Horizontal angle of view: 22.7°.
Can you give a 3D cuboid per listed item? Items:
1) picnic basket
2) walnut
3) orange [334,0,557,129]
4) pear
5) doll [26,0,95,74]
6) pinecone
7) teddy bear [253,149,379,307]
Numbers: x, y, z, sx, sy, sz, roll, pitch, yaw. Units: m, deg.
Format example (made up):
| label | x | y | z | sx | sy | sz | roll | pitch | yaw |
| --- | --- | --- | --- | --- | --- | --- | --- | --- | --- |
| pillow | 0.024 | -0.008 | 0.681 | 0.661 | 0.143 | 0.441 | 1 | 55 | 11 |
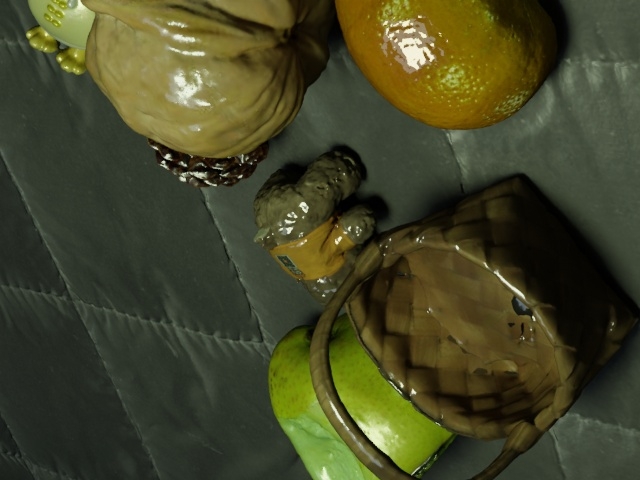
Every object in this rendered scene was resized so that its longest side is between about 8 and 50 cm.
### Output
| label | x | y | z | sx | sy | sz | roll | pitch | yaw |
| --- | --- | --- | --- | --- | --- | --- | --- | --- | --- |
| picnic basket | 0.131 | 0.129 | 1.774 | 0.293 | 0.337 | 0.337 | 49 | 147 | -1 |
| walnut | -0.120 | -0.241 | 1.725 | 0.285 | 0.285 | 0.296 | 18 | 95 | 38 |
| orange | 0.116 | -0.214 | 1.581 | 0.179 | 0.158 | 0.237 | -33 | 96 | 41 |
| pear | 0.041 | 0.224 | 2.125 | 0.292 | 0.159 | 0.292 | 32 | 143 | 28 |
| doll | -0.293 | -0.331 | 1.975 | 0.141 | 0.117 | 0.296 | 40 | 146 | 10 |
| pinecone | -0.136 | -0.137 | 1.966 | 0.163 | 0.163 | 0.165 | 42 | 165 | 10 |
| teddy bear | 0.000 | 0.000 | 1.969 | 0.177 | 0.140 | 0.190 | -11 | 123 | 50 |
